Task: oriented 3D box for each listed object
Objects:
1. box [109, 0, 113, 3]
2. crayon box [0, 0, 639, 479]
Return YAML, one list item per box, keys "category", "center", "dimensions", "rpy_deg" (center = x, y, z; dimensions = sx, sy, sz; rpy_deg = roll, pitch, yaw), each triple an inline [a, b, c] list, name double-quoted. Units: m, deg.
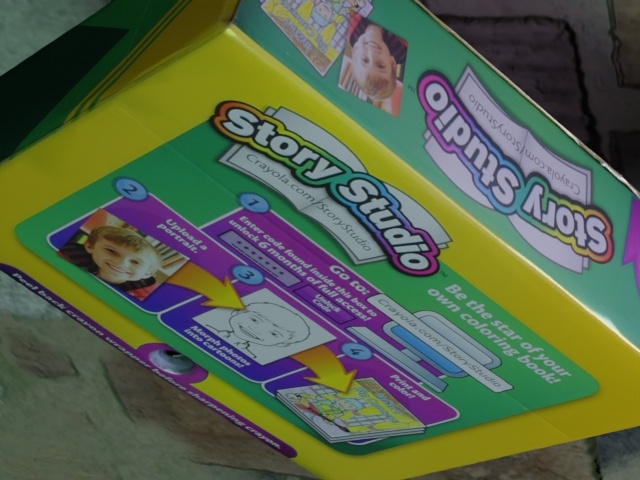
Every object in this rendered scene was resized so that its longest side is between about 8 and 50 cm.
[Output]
- category: "box"
  center: [-0.046, -0.148, 0.966]
  dimensions: [0.162, 0.116, 0.029]
  rpy_deg: [0, 136, 25]
- category: "crayon box"
  center: [0.000, 0.000, 0.961]
  dimensions: [0.363, 0.106, 0.313]
  rpy_deg: [37, 143, -27]
